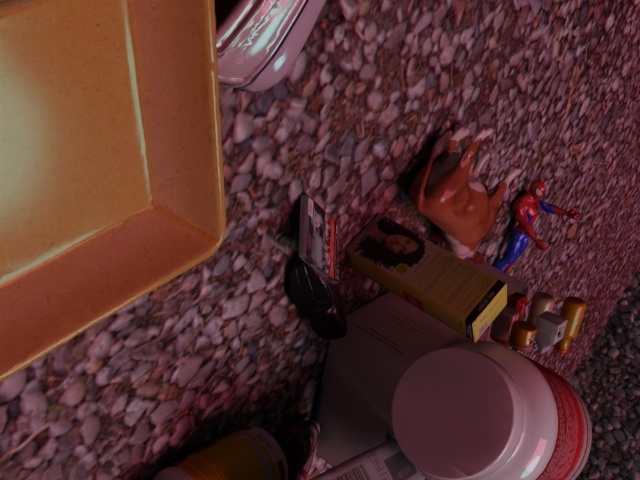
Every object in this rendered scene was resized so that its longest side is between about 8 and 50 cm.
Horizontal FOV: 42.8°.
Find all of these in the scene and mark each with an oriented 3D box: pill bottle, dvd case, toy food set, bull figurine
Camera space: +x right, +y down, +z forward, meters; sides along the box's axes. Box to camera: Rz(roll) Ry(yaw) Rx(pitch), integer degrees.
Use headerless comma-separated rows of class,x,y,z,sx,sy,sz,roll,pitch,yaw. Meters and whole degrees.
pill bottle,0.264,0.278,1.243,0.229,0.229,0.407,-59,148,1
dvd case,0.000,0.000,1.096,0.119,0.013,0.087,43,45,-61
pill bottle,-0.152,0.346,1.124,0.215,0.117,0.117,-19,132,-49
toy food set,0.362,0.160,1.404,0.232,0.111,0.105,-17,122,-52
bull figurine,0.240,-0.072,1.352,0.188,0.101,0.310,-62,153,-2

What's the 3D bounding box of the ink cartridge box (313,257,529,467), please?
ink cartridge box,0.182,0.224,1.463,0.395,0.166,0.286,-23,134,-45

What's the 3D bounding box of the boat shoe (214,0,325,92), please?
boat shoe,-0.044,-0.307,0.694,0.156,0.136,0.367,2,125,-53

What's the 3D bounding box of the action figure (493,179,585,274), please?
action figure,0.450,0.008,1.712,0.091,0.139,0.280,-30,137,-42

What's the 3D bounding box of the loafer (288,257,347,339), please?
loafer,-0.005,0.074,1.173,0.170,0.062,0.061,69,19,-47

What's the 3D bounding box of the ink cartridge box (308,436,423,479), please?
ink cartridge box,-0.069,0.424,1.200,0.385,0.091,0.308,-31,166,21

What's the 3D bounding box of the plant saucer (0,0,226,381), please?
plant saucer,-0.231,-0.063,0.661,0.332,0.081,0.333,-32,141,-34

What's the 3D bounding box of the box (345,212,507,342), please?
box,0.152,0.051,1.194,0.087,0.232,0.058,-46,148,-22

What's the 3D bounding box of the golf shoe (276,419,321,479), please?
golf shoe,-0.044,0.387,1.374,0.086,0.067,0.186,-7,123,-55

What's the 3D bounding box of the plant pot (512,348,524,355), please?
plant pot,0.358,0.197,1.665,0.032,0.236,0.236,1,124,-15
